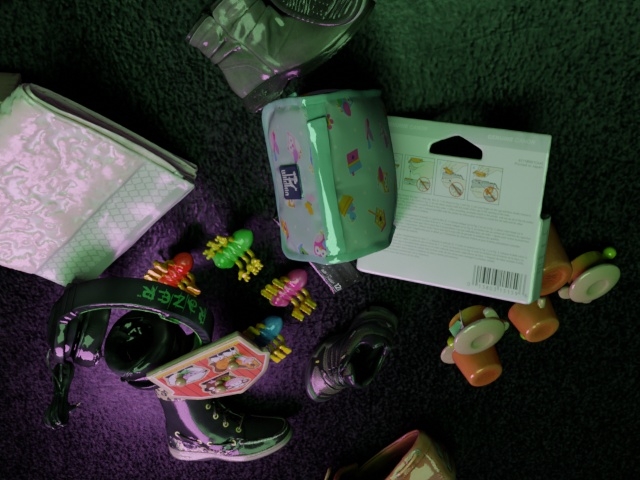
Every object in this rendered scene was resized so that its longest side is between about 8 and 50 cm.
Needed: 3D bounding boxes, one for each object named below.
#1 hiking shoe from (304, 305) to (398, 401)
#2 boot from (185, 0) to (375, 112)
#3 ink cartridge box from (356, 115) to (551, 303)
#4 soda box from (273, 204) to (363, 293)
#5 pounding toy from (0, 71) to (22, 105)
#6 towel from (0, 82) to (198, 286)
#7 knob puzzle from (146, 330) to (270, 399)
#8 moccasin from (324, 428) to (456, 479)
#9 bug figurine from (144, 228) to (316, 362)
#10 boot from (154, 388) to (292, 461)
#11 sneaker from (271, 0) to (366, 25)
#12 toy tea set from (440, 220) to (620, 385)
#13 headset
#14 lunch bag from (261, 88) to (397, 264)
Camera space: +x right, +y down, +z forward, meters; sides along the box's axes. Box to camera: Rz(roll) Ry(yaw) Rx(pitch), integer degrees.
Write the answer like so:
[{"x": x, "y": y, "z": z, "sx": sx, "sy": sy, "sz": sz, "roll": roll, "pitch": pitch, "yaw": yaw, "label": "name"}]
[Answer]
[{"x": 0.041, "y": 0.209, "z": 1.575, "sx": 0.086, "sy": 0.114, "sz": 0.227, "roll": 32, "pitch": 121, "yaw": -13, "label": "hiking shoe"}, {"x": -0.061, "y": -0.298, "z": 1.288, "sx": 0.246, "sy": 0.083, "sz": 0.161, "roll": -33, "pitch": 107, "yaw": 23, "label": "boot"}, {"x": 0.195, "y": -0.050, "z": 1.371, "sx": 0.275, "sy": 0.060, "sz": 0.239, "roll": 11, "pitch": 101, "yaw": 26, "label": "ink cartridge box"}, {"x": 0.000, "y": 0.000, "z": 1.483, "sx": 0.060, "sy": 0.053, "sz": 0.169, "roll": -29, "pitch": 115, "yaw": 22, "label": "soda box"}, {"x": -0.486, "y": -0.149, "z": 1.431, "sx": 0.181, "sy": 0.094, "sz": 0.206, "roll": 3, "pitch": 131, "yaw": -4, "label": "pounding toy"}, {"x": -0.402, "y": -0.062, "z": 1.422, "sx": 0.332, "sy": 0.053, "sz": 0.317, "roll": -39, "pitch": 135, "yaw": 26, "label": "towel"}, {"x": -0.168, "y": 0.228, "z": 1.566, "sx": 0.213, "sy": 0.030, "sz": 0.213, "roll": -14, "pitch": 148, "yaw": -9, "label": "knob puzzle"}, {"x": 0.063, "y": 0.468, "z": 1.725, "sx": 0.380, "sy": 0.139, "sz": 0.147, "roll": -34, "pitch": 112, "yaw": 25, "label": "moccasin"}, {"x": -0.134, "y": 0.080, "z": 1.538, "sx": 0.279, "sy": 0.072, "sz": 0.216, "roll": 37, "pitch": 126, "yaw": -22, "label": "bug figurine"}, {"x": -0.180, "y": 0.304, "z": 1.684, "sx": 0.236, "sy": 0.085, "sz": 0.179, "roll": -7, "pitch": 119, "yaw": 12, "label": "boot"}, {"x": -0.033, "y": -0.361, "z": 1.178, "sx": 0.295, "sy": 0.178, "sz": 0.124, "roll": 38, "pitch": 120, "yaw": 19, "label": "sneaker"}, {"x": 0.296, "y": 0.088, "z": 1.491, "sx": 0.200, "sy": 0.124, "sz": 0.336, "roll": 20, "pitch": 125, "yaw": -42, "label": "toy tea set"}, {"x": -0.344, "y": 0.185, "z": 1.542, "sx": 0.243, "sy": 0.185, "sz": 0.394, "roll": 26, "pitch": 144, "yaw": -32, "label": "headset"}, {"x": 0.016, "y": -0.090, "z": 1.263, "sx": 0.160, "sy": 0.262, "sz": 0.224, "roll": -6, "pitch": 98, "yaw": 11, "label": "lunch bag"}]
